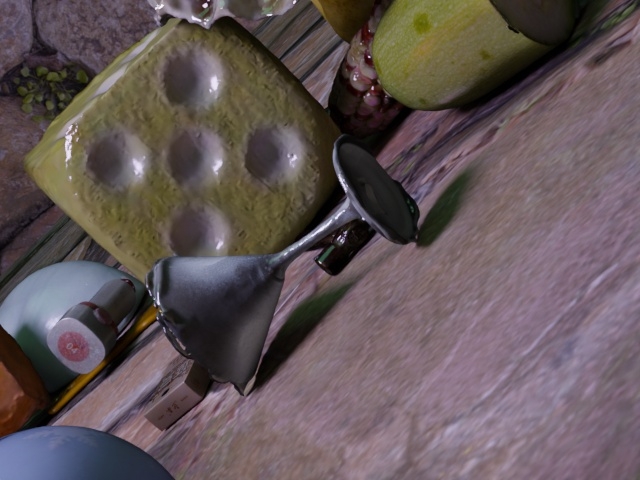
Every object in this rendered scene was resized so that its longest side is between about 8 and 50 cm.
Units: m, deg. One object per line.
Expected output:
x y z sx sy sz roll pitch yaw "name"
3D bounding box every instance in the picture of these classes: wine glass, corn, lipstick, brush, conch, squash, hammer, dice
-0.022 0.013 1.087 0.183 0.122 0.122 -35 16 22 "wine glass"
0.084 -0.197 1.330 0.092 0.092 0.280 -57 2 -41 "corn"
-0.239 0.079 1.658 0.057 0.063 0.186 -43 7 22 "lipstick"
-0.210 0.103 1.641 0.272 0.013 0.103 -43 12 17 "brush"
-0.311 0.105 1.790 0.221 0.121 0.185 -37 44 21 "conch"
0.108 -0.170 1.198 0.187 0.123 0.123 -31 19 49 "squash"
0.000 0.000 1.242 0.065 0.021 0.178 -50 12 -12 "hammer"
-0.125 -0.078 1.425 0.233 0.227 0.238 -47 13 -3 "dice"

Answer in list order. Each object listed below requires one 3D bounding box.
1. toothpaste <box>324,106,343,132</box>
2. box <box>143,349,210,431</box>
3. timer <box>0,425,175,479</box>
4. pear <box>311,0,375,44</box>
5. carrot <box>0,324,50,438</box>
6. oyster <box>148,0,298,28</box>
0.024 -0.131 1.547 0.060 0.038 0.233 -39 7 -21 "toothpaste"
-0.112 0.116 1.241 0.053 0.024 0.083 -41 12 25 "box"
-0.103 0.185 0.776 0.255 0.175 0.175 10 51 40 "timer"
0.070 -0.332 1.528 0.271 0.271 0.271 -44 12 12 "pear"
-0.432 0.212 1.685 0.254 0.196 0.196 -40 12 -2 "carrot"
-0.046 -0.289 1.315 0.238 0.114 0.351 -5 45 16 "oyster"
